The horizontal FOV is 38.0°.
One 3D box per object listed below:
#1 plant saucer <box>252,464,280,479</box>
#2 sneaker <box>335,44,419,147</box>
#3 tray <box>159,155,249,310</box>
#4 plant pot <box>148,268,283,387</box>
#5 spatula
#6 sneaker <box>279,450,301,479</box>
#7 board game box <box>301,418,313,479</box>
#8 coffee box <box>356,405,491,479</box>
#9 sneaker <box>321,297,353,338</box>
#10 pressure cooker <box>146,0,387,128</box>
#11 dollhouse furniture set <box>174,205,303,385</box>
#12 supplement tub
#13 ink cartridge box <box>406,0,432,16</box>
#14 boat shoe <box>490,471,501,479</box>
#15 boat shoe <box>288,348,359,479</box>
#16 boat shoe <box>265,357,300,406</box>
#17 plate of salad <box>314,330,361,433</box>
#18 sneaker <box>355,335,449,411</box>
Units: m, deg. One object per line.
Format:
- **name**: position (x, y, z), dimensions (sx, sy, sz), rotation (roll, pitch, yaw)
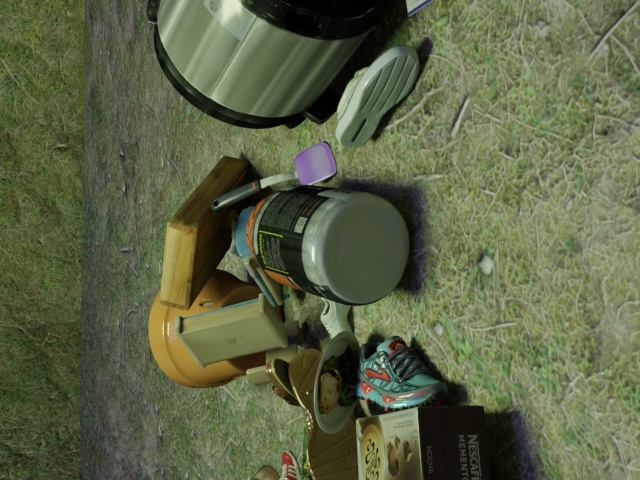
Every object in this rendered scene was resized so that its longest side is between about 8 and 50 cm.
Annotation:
- **plant saucer**: position (-0.133, 0.661, 2.312), dimensions (0.198, 0.036, 0.198), rotation (15, 108, 61)
- **sneaker**: position (0.089, -0.276, 1.679), dimensions (0.258, 0.094, 0.091), rotation (-49, 44, 48)
- **tray**: position (-0.259, -0.027, 2.141), dimensions (0.411, 0.076, 0.202), rotation (-67, -11, -63)
- **plant pot**: position (-0.225, 0.203, 2.175), dimensions (0.203, 0.291, 0.290), rotation (-6, 89, 47)
- **spatula**: position (-0.104, -0.124, 1.958), dimensions (0.296, 0.030, 0.084), rotation (-20, 71, 15)
- **sneaker**: position (-0.083, 0.549, 2.165), dimensions (0.118, 0.067, 0.042), rotation (67, 147, 30)
- **board game box**: position (-0.025, 0.498, 1.951), dimensions (0.259, 0.030, 0.136), rotation (-87, 0, -67)
- **coffee box**: position (0.164, 0.371, 1.556), dimensions (0.297, 0.119, 0.168), rotation (142, 128, -68)
- **sneaker**: position (0.030, 0.171, 1.899), dimensions (0.054, 0.061, 0.152), rotation (1, 97, 60)
- **pressure cooker**: position (-0.116, -0.419, 1.726), dimensions (0.420, 0.376, 0.369), rotation (-47, 50, 51)
- **dollhouse furniture set**: position (-0.172, 0.125, 2.048), dimensions (0.286, 0.198, 0.303), rotation (63, -162, -45)
- **supplement tub**: position (0.000, 0.000, 1.770), dimensions (0.338, 0.207, 0.207), rotation (14, 107, 60)
- **ink cartridge box**: position (0.181, -0.564, 1.487), dimensions (0.176, 0.069, 0.370), rotation (-18, 77, 61)
- **boat shoe**: position (0.277, 0.472, 1.501), dimensions (0.072, 0.068, 0.190), rotation (123, 146, -67)
- **boat shoe**: position (0.029, 0.389, 1.905), dimensions (0.110, 0.122, 0.341), rotation (55, -163, -62)
- **boat shoe**: position (-0.076, 0.310, 1.984), dimensions (0.178, 0.060, 0.064), rotation (53, -151, -48)
- **plate of salad**: position (0.044, 0.274, 1.784), dimensions (0.048, 0.200, 0.199), rotation (5, 101, 28)
- **sneaker**: position (0.135, 0.236, 1.672), dimensions (0.262, 0.104, 0.125), rotation (0, 93, 61)
